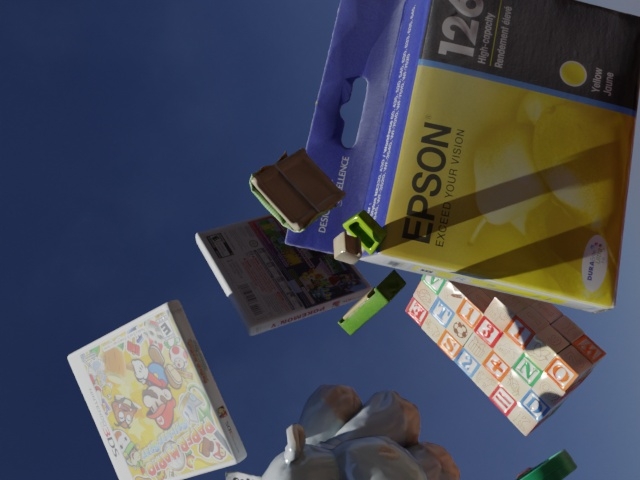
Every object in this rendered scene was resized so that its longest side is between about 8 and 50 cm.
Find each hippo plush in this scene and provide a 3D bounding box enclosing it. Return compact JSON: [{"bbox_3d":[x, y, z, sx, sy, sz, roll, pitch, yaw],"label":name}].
[{"bbox_3d":[0.011,0.254,0.746,0.237,0.294,0.234,75,-166,-63],"label":"hippo plush"}]

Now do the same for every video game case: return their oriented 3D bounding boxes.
[{"bbox_3d":[-0.056,0.033,0.959,0.201,0.183,0.023,52,149,40],"label":"video game case"},{"bbox_3d":[-0.216,0.206,0.859,0.026,0.227,0.206,-20,-96,-56],"label":"video game case"}]

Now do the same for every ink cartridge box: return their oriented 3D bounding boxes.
[{"bbox_3d":[0.147,-0.110,0.661,0.072,0.307,0.304,120,162,-78],"label":"ink cartridge box"}]

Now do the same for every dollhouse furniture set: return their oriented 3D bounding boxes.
[{"bbox_3d":[0.000,0.000,0.565,0.152,0.058,0.076,47,-137,3],"label":"dollhouse furniture set"}]

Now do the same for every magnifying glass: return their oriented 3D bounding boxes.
[{"bbox_3d":[0.209,0.242,0.679,0.026,0.092,0.231,56,-176,25],"label":"magnifying glass"}]

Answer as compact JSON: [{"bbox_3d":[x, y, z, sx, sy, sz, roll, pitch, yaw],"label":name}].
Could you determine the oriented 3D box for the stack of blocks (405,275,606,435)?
[{"bbox_3d":[0.295,0.150,1.130,0.087,0.171,0.297,-20,-126,-38],"label":"stack of blocks"}]
